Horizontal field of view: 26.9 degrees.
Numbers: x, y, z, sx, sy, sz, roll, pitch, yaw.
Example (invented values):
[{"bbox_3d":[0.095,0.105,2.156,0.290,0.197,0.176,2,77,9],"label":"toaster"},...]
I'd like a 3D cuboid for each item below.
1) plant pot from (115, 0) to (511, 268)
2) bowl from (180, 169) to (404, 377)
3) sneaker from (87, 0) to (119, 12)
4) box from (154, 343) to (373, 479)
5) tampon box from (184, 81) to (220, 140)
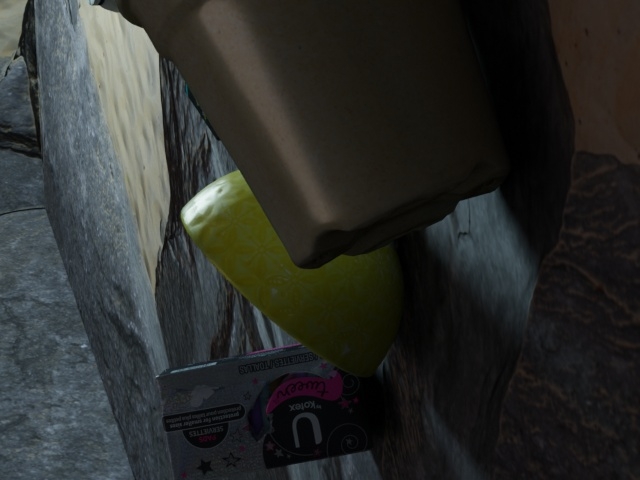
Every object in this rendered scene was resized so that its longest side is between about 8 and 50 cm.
[{"bbox_3d":[0.020,-0.153,1.254,0.305,0.333,0.334,66,159,7],"label":"plant pot"},{"bbox_3d":[0.000,0.000,1.508,0.156,0.289,0.289,-49,35,9],"label":"bowl"},{"bbox_3d":[-0.359,-0.537,2.471,0.090,0.094,0.235,52,126,55],"label":"sneaker"},{"bbox_3d":[-0.070,0.211,1.672,0.163,0.247,0.142,140,119,-87],"label":"box"},{"bbox_3d":[-0.123,-0.233,1.886,0.161,0.101,0.120,-126,32,-51],"label":"tampon box"}]
